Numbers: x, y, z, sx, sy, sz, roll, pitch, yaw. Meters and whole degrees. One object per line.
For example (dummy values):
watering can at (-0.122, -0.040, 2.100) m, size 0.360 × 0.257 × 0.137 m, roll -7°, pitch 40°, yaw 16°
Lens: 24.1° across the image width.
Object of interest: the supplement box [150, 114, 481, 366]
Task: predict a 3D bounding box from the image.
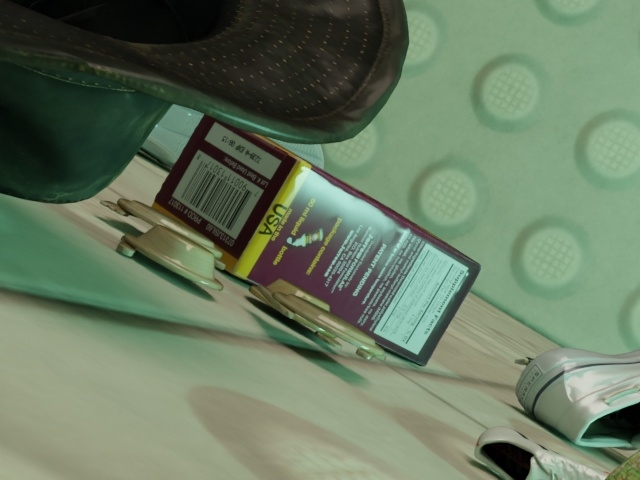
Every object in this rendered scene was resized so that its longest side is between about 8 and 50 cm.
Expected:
supplement box at (0.000, 0.000, 0.957) m, size 0.188 × 0.080 × 0.104 m, roll 28°, pitch 4°, yaw -43°

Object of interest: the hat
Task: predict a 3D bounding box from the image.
hat at (-0.137, -0.102, 0.615) m, size 0.331 × 0.134 × 0.331 m, roll 23°, pitch 29°, yaw -13°

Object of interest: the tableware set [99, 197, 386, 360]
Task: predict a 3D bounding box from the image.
tableware set at (-0.042, 0.022, 0.786) m, size 0.169 × 0.020 × 0.141 m, roll 29°, pitch 1°, yaw -7°

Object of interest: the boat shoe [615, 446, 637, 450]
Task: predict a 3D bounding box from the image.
boat shoe at (0.224, 0.143, 1.251) m, size 0.100 × 0.035 × 0.035 m, roll 24°, pitch 5°, yaw 9°

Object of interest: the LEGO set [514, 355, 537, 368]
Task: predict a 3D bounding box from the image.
LEGO set at (0.230, 0.134, 1.532) m, size 0.054 × 0.023 × 0.083 m, roll 29°, pitch 3°, yaw -33°

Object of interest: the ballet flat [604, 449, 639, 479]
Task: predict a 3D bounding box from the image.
ballet flat at (0.225, 0.154, 0.398) m, size 0.349 × 0.123 × 0.123 m, roll 30°, pitch 3°, yaw -16°

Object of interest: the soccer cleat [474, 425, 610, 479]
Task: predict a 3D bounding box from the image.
soccer cleat at (0.109, 0.112, 0.698) m, size 0.083 × 0.029 × 0.035 m, roll 28°, pitch 11°, yaw 20°

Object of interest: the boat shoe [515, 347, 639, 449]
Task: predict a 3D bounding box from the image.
boat shoe at (0.245, 0.129, 1.145) m, size 0.226 × 0.083 × 0.076 m, roll -1°, pitch 38°, yaw -37°

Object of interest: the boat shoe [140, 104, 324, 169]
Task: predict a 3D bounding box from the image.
boat shoe at (-0.146, -0.138, 1.439) m, size 0.335 × 0.121 × 0.119 m, roll 26°, pitch 9°, yaw -30°
